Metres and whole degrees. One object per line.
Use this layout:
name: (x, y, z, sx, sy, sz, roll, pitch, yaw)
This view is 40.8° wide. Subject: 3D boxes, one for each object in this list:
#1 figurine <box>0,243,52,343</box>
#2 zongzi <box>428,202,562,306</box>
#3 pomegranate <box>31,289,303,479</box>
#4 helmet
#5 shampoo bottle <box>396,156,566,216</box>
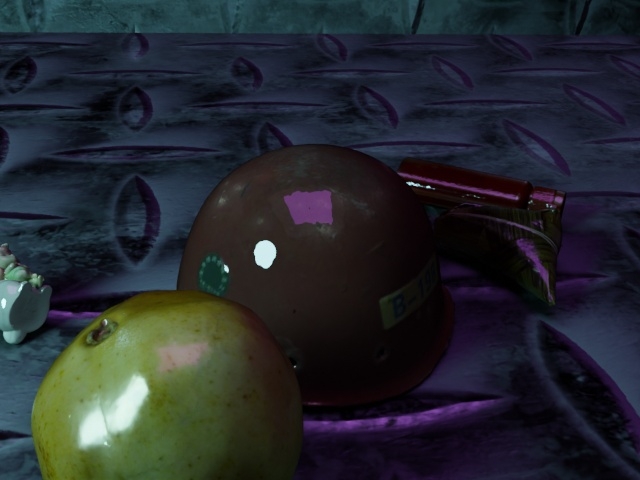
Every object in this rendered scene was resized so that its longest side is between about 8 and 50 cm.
figurine: (-0.384, 0.055, 1.020, 0.146, 0.081, 0.098, 20, 68, 30)
zongzi: (0.230, 0.021, 1.168, 0.187, 0.084, 0.184, 4, 36, 16)
pomegranate: (-0.127, 0.148, 0.705, 0.233, 0.233, 0.233, 3, 27, -1)
helmet: (0.000, 0.000, 1.015, 0.338, 0.230, 0.385, 21, 34, 32)
shampoo bottle: (0.252, -0.074, 1.360, 0.260, 0.064, 0.102, 14, 25, 19)
